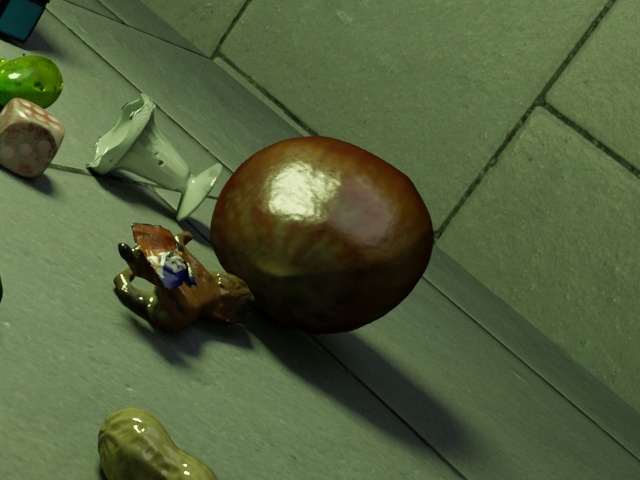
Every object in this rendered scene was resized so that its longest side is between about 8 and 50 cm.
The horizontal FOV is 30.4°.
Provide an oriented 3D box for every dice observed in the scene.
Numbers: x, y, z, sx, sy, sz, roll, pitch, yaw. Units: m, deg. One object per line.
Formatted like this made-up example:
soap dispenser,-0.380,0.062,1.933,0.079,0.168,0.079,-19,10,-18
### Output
dice,-0.453,-0.156,1.805,0.093,0.091,0.094,30,13,-26

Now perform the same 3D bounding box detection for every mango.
mango,-0.519,-0.269,2.045,0.119,0.100,0.178,2,15,15

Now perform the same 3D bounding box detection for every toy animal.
toy animal,-0.188,0.072,1.676,0.157,0.097,0.312,44,15,9

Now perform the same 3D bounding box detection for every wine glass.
wine glass,-0.284,-0.142,2.060,0.196,0.165,0.165,35,12,-18

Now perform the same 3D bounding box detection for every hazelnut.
hazelnut,0.003,-0.002,1.924,0.366,0.366,0.366,34,13,-9

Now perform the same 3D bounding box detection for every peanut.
peanut,-0.154,0.241,1.172,0.187,0.082,0.082,40,13,16

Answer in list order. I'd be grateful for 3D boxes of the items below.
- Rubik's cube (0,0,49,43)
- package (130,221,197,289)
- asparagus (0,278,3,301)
Rubik's cube,-0.704,-0.619,2.408,0.288,0.283,0.293,19,17,-50
package,-0.205,0.023,1.563,0.077,0.033,0.111,-8,52,-40
asparagus,-0.417,0.002,1.393,0.067,0.060,0.278,16,20,-29
